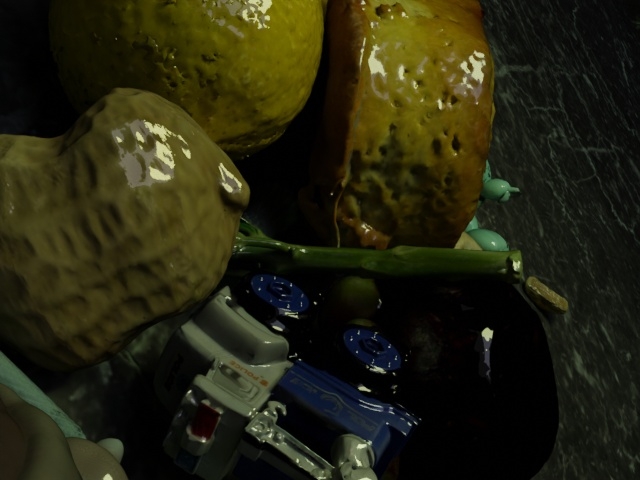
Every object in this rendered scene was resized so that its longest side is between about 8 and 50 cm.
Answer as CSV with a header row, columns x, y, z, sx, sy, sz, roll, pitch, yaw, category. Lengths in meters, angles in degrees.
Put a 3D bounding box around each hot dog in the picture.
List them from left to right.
x,y,z,sx,sy,sz,roll,pitch,yaw,category
0.389,0.100,1.390,0.090,0.034,0.030,35,49,-3,hot dog

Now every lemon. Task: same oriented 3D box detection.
x,y,z,sx,sy,sz,roll,pitch,yaw,category
-0.124,-0.210,0.769,0.258,0.257,0.310,34,46,-33,lemon

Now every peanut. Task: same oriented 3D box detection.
x,y,z,sx,sy,sz,roll,pitch,yaw,category
-0.169,-0.011,0.631,0.197,0.233,0.110,66,-9,-16,peanut

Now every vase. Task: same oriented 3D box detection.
x,y,z,sx,sy,sz,roll,pitch,yaw,category
-0.073,-0.011,0.854,0.081,0.081,0.149,53,33,-10,vase

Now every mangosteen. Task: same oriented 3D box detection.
x,y,z,sx,sy,sz,roll,pitch,yaw,category
0.106,0.150,0.827,0.287,0.233,0.288,3,86,-49,mangosteen

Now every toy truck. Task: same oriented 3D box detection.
x,y,z,sx,sy,sz,roll,pitch,yaw,category
-0.039,0.141,0.649,0.213,0.161,0.177,29,22,10,toy truck

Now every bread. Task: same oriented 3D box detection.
x,y,z,sx,sy,sz,roll,pitch,yaw,category
0.085,-0.141,0.912,0.358,0.204,0.337,-80,172,-51,bread

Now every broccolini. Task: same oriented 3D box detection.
x,y,z,sx,sy,sz,roll,pitch,yaw,category
0.000,0.006,0.735,0.074,0.391,0.079,-93,-175,-76,broccolini

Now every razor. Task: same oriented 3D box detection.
x,y,z,sx,sy,sz,roll,pitch,yaw,category
-0.234,0.097,0.577,0.232,0.106,0.068,54,34,-25,razor

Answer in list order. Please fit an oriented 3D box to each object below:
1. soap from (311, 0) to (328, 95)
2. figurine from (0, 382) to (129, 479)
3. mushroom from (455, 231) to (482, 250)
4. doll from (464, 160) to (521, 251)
x,y,z,sx,sy,sz,roll,pitch,yaw,category
-0.011,-0.289,1.043,0.257,0.160,0.080,22,21,-43,soap
-0.283,0.135,0.400,0.380,0.203,0.248,36,34,-14,figurine
0.193,0.058,1.098,0.154,0.122,0.154,35,44,-42,mushroom
0.227,-0.040,1.203,0.158,0.159,0.059,49,27,23,doll
